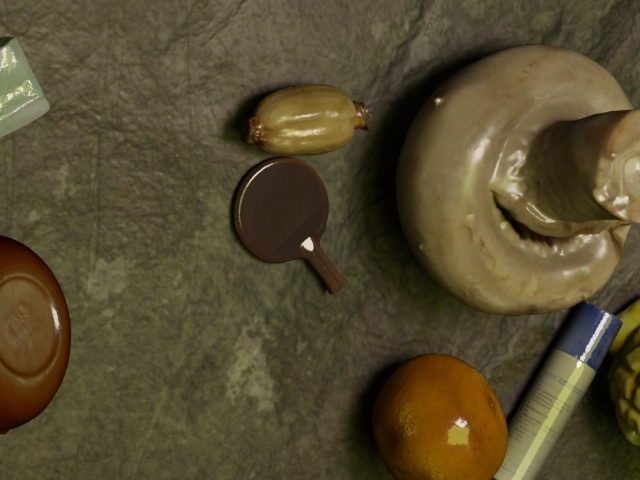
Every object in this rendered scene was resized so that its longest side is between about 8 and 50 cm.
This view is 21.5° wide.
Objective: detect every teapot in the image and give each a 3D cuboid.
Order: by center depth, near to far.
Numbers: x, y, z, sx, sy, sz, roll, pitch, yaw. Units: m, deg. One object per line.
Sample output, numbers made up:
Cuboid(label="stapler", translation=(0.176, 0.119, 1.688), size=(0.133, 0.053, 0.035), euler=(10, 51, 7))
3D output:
Cuboid(label="teapot", translation=(-0.323, 0.069, 1.504), size=(0.252, 0.135, 0.178), euler=(64, 30, -22))

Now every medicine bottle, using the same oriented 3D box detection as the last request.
Cuboid(label="medicine bottle", translation=(0.269, 0.181, 1.940), size=(0.059, 0.059, 0.231), euler=(34, 84, -34))

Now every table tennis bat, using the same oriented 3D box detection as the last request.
Cuboid(label="table tennis bat", translation=(0.000, 0.000, 1.686), size=(0.107, 0.119, 0.170), euler=(-44, 120, -14))

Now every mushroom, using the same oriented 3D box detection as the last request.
Cuboid(label="mushroom", translation=(0.239, -0.052, 1.717), size=(0.292, 0.290, 0.293), euler=(-6, 102, -30))

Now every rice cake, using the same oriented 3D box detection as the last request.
Cuboid(label="rice cake", translation=(-0.348, -0.094, 1.489), size=(0.221, 0.042, 0.080), euler=(-35, 123, -21))

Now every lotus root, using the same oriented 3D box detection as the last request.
Cuboid(label="lotus root", translation=(-0.013, -0.120, 1.678), size=(0.150, 0.062, 0.073), euler=(-9, 115, -30))

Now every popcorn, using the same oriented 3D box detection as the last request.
Cuboid(label="popcorn", translation=(0.445, 0.170, 1.975), size=(0.235, 0.217, 0.181), euler=(0, 130, -38))

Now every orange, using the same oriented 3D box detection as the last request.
Cuboid(label="orange", translation=(0.126, 0.201, 1.808), size=(0.136, 0.159, 0.159), euler=(-25, 121, 14))
